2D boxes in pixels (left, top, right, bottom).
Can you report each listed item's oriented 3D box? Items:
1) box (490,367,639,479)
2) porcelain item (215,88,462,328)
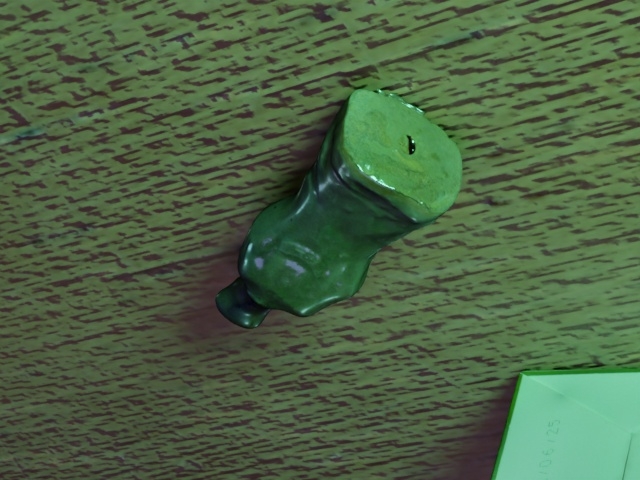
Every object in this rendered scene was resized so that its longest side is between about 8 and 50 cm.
[{"bbox_3d":[0.206,0.197,1.040,0.177,0.195,0.148,-5,134,28],"label":"box"},{"bbox_3d":[0.000,0.000,1.008,0.081,0.069,0.216,28,139,-14],"label":"porcelain item"}]
